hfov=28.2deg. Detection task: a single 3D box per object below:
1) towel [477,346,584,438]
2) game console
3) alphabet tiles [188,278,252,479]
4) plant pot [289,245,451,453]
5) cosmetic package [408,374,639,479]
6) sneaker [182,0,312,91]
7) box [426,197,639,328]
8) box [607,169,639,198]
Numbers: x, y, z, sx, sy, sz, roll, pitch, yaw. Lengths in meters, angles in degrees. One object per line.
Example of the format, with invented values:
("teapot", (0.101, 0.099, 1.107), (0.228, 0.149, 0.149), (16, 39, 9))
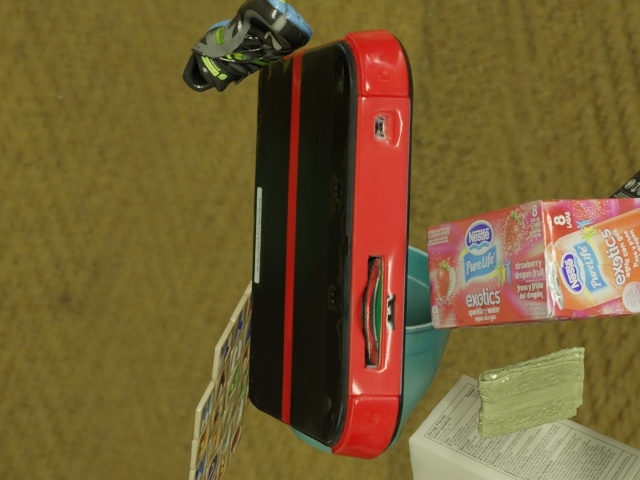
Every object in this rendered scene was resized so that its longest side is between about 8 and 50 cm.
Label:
("towel", (0.264, 0.190, 1.595), (0.027, 0.148, 0.110), (-124, 24, -52))
("game console", (0.000, 0.000, 1.247), (0.060, 0.342, 0.386), (2, 91, -17))
("alphabet tiles", (-0.127, 0.219, 1.771), (0.011, 0.285, 0.342), (16, 129, 8))
("plant pot", (0.054, 0.164, 1.870), (0.271, 0.271, 0.255), (20, 119, 21))
("cosmetic package", (0.302, 0.335, 1.862), (0.309, 0.160, 0.113), (22, 139, 32))
("sneaker", (-0.069, -0.171, 1.148), (0.067, 0.078, 0.188), (43, 155, -17))
("box", (0.228, 0.029, 1.372), (0.257, 0.128, 0.123), (164, 103, -67))
("box", (0.533, 0.018, 1.722), (0.143, 0.165, 0.270), (-43, 109, 3))
